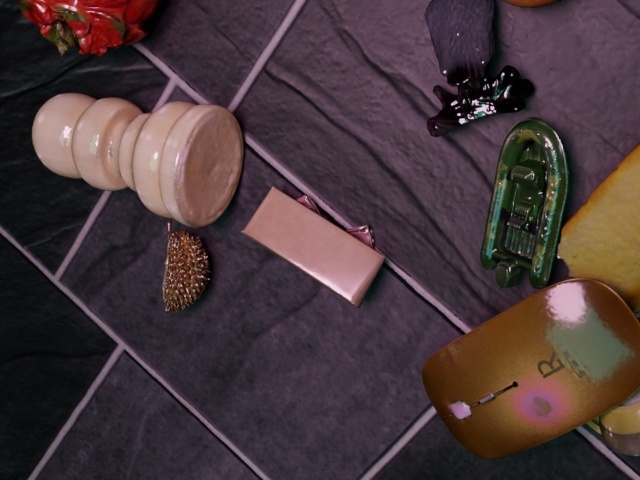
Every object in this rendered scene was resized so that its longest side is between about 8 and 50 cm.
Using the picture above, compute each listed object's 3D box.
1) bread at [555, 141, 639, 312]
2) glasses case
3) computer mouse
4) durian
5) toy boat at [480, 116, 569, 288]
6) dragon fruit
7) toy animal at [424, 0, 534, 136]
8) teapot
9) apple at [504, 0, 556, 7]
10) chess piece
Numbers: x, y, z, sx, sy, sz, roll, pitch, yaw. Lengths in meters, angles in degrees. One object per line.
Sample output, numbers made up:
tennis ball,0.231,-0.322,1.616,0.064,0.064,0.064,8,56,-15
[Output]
bread,0.419,-0.031,0.774,0.233,0.245,0.362,42,112,9
glasses case,0.000,0.000,1.050,0.193,0.070,0.102,32,85,14
computer mouse,0.250,0.164,0.946,0.310,0.072,0.158,-40,79,38
durian,-0.196,0.036,1.126,0.071,0.110,0.140,-1,93,-13
toy boat,0.247,-0.043,0.931,0.104,0.052,0.210,26,116,47
dragon fruit,-0.296,-0.366,1.001,0.192,0.193,0.274,13,84,15
toy animal,0.154,-0.236,0.892,0.121,0.117,0.210,-14,100,31
teapot,0.390,0.216,0.922,0.119,0.130,0.165,50,149,-13
apple,0.231,-0.318,0.835,0.102,0.126,0.126,19,111,-1
chess piece,-0.273,-0.131,1.074,0.299,0.167,0.167,15,109,22
